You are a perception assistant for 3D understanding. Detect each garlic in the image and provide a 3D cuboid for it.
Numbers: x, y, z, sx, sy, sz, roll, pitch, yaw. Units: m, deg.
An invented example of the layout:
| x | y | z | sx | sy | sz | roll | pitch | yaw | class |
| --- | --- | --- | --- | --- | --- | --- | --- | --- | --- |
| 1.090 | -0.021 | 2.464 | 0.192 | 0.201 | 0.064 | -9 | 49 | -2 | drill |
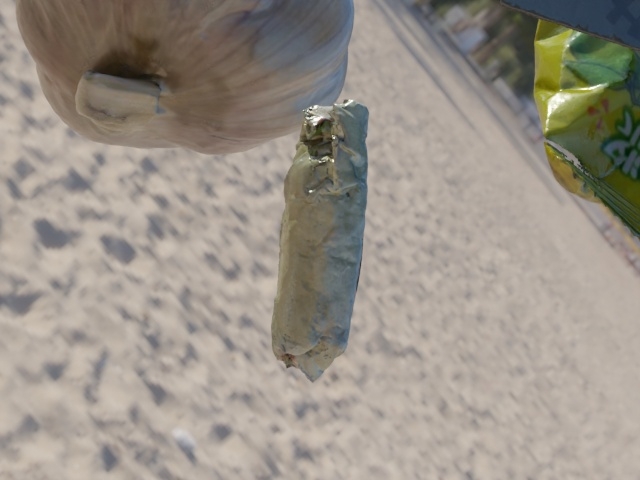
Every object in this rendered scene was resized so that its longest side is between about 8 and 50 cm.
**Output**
| x | y | z | sx | sy | sz | roll | pitch | yaw | class |
| --- | --- | --- | --- | --- | --- | --- | --- | --- | --- |
| -0.116 | -0.201 | 1.162 | 0.322 | 0.321 | 0.241 | 33 | 42 | -59 | garlic |

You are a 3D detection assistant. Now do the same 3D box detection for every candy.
| x | y | z | sx | sy | sz | roll | pitch | yaw | class |
| --- | --- | --- | --- | --- | --- | --- | --- | --- | --- |
| 0.252 | -0.136 | 1.133 | 0.187 | 0.081 | 0.297 | 29 | 52 | -31 | candy |

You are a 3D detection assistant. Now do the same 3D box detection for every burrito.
| x | y | z | sx | sy | sz | roll | pitch | yaw | class |
| --- | --- | --- | --- | --- | --- | --- | --- | --- | --- |
| -0.001 | 0.000 | 0.879 | 0.058 | 0.188 | 0.045 | 8 | 4 | 32 | burrito |

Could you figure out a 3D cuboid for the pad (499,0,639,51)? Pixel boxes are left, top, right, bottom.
| x | y | z | sx | sy | sz | roll | pitch | yaw | class |
| --- | --- | --- | --- | --- | --- | --- | --- | --- | --- |
| 0.189 | -0.179 | 0.515 | 0.170 | 0.246 | 0.006 | 21 | -2 | 14 | pad |
